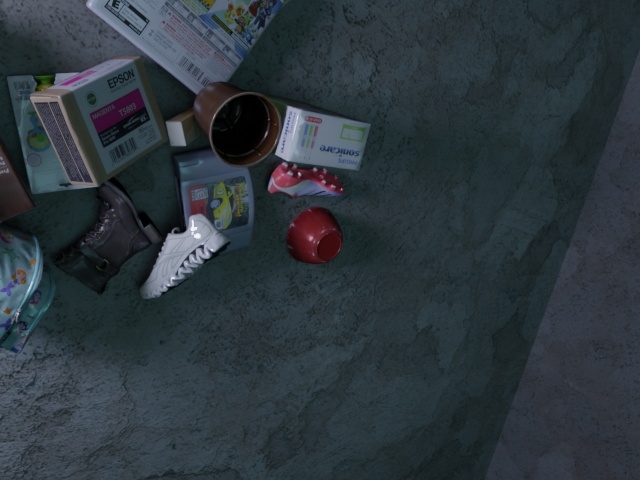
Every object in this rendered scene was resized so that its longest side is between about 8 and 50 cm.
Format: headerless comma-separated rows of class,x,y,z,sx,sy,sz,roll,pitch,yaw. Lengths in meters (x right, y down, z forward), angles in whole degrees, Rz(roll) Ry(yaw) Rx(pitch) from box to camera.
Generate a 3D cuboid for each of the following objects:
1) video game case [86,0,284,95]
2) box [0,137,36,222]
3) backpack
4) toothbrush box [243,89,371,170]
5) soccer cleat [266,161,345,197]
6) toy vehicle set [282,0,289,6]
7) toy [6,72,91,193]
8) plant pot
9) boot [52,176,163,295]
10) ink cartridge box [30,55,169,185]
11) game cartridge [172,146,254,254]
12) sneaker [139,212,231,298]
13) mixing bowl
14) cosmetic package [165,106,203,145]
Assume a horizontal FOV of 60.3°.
video game case,-0.271,-0.508,1.178,0.329,0.036,0.300,35,90,-43
box,-0.707,-0.203,1.011,0.191,0.143,0.381,-27,123,-23
backpack,-0.663,0.095,1.128,0.191,0.225,0.254,21,101,-41
toothbrush box,-0.050,-0.271,1.345,0.206,0.283,0.122,3,111,-35
soccer cleat,-0.037,-0.156,1.557,0.248,0.083,0.095,8,136,-43
toy vehicle set,-0.180,-0.574,1.266,0.267,0.035,0.166,-44,130,-10
toy,-0.554,-0.226,1.157,0.136,0.056,0.237,-10,111,-20
plant pot,-0.197,-0.270,1.228,0.167,0.165,0.167,-18,127,-25
boot,-0.517,-0.014,1.272,0.229,0.091,0.263,-37,124,-8
ink cartridge box,-0.442,-0.251,1.140,0.235,0.088,0.193,-52,141,-45
game cartridge,-0.268,-0.097,1.429,0.196,0.060,0.294,-19,122,-31
sneaker,-0.356,0.042,1.374,0.292,0.110,0.118,-37,92,21
mixing bowl,0.000,0.000,1.634,0.181,0.098,0.181,-16,120,-30
cosmetic package,-0.309,-0.265,1.281,0.115,0.041,0.060,-62,151,-55
